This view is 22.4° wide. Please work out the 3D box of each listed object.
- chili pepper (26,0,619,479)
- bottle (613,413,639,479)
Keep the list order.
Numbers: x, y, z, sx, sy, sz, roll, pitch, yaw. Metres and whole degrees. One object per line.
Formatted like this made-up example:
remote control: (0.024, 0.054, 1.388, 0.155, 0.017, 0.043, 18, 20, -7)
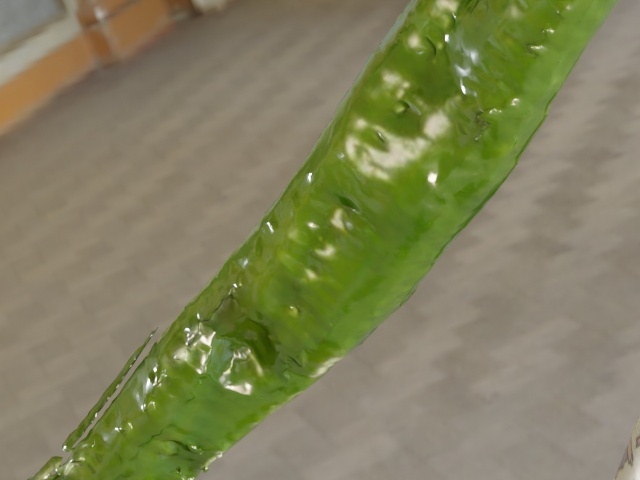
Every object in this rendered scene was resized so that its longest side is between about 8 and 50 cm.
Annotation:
chili pepper: (0.000, 0.000, 0.535, 0.359, 0.076, 0.085, -52, 25, 18)
bottle: (0.220, 0.090, 0.830, 0.097, 0.209, 0.110, 1, 36, -16)
